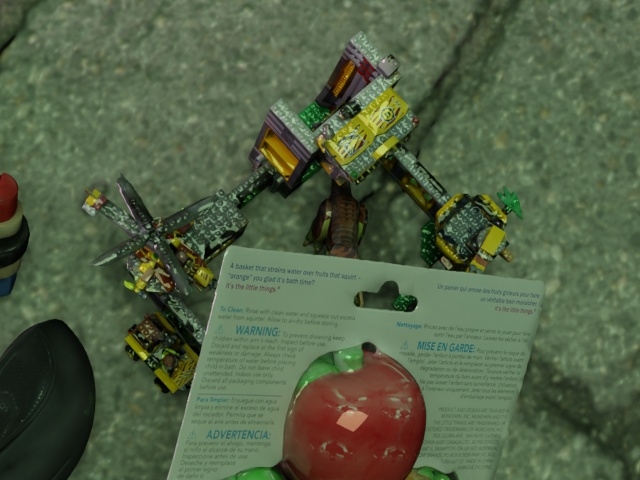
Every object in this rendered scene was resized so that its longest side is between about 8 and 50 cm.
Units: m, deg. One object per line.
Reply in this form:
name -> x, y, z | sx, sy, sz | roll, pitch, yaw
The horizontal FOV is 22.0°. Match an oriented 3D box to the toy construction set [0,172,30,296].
toy construction set -> -0.361, 0.022, 1.185 | 0.237, 0.309, 0.258 | 19, 69, 1

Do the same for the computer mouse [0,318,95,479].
computer mouse -> -0.238, 0.186, 1.233 | 0.072, 0.188, 0.272 | 22, 65, 16

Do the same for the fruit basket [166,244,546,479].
fruit basket -> 0.006, 0.182, 1.203 | 0.327, 0.165, 0.353 | 6, 97, -42

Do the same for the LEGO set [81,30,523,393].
LEGO set -> 0.000, 0.000, 1.284 | 0.331, 0.192, 0.255 | -33, 85, -13
